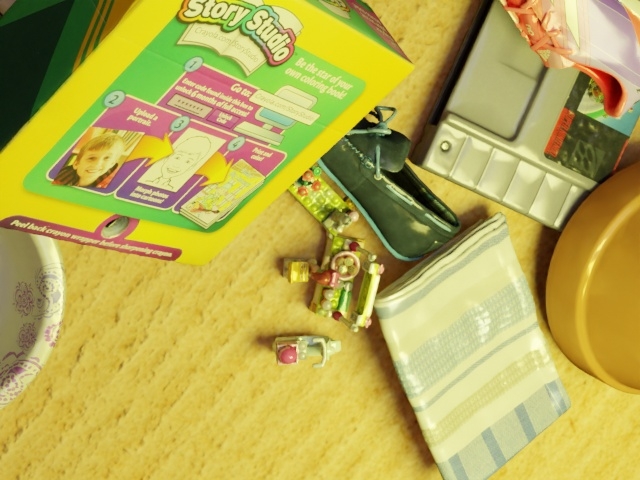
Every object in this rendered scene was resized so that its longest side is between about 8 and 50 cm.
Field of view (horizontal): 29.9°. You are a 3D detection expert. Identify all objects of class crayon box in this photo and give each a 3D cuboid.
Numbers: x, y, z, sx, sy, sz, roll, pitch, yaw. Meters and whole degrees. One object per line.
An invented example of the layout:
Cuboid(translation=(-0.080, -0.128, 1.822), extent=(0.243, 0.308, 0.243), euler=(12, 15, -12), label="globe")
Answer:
Cuboid(translation=(-0.129, -0.131, 1.084), extent=(0.313, 0.106, 0.363), euler=(-43, 154, 18), label="crayon box")

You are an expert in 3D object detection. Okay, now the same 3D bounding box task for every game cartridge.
Cuboid(translation=(0.276, -0.204, 1.378), extent=(0.230, 0.068, 0.355), euler=(23, 93, -15), label="game cartridge")

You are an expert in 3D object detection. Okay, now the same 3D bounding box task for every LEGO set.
Cuboid(translation=(0.000, 0.000, 1.305), extent=(0.132, 0.107, 0.287), euler=(-12, 104, -15), label="LEGO set")

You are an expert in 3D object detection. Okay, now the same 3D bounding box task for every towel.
Cuboid(translation=(0.182, 0.134, 1.389), extent=(0.209, 0.034, 0.285), euler=(-33, 113, -27), label="towel")

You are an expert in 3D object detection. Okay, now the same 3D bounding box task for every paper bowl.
Cuboid(translation=(-0.397, 0.039, 1.171), extent=(0.284, 0.148, 0.284), euler=(-3, 100, -16), label="paper bowl")

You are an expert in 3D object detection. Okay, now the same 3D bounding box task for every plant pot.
Cuboid(translation=(0.435, 0.071, 1.373), extent=(0.291, 0.203, 0.291), euler=(-9, 114, -21), label="plant pot")

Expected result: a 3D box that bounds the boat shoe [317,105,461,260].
Cuboid(translation=(0.064, -0.095, 1.309), extent=(0.089, 0.109, 0.258), euler=(-24, 125, 28), label="boat shoe")

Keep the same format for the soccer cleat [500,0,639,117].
Cuboid(translation=(0.246, -0.253, 1.278), extent=(0.318, 0.108, 0.116), euler=(31, 95, -22), label="soccer cleat")

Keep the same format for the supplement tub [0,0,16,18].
Cuboid(translation=(-0.230, -0.226, 1.126), extent=(0.144, 0.199, 0.144), euler=(1, 75, -2), label="supplement tub")
